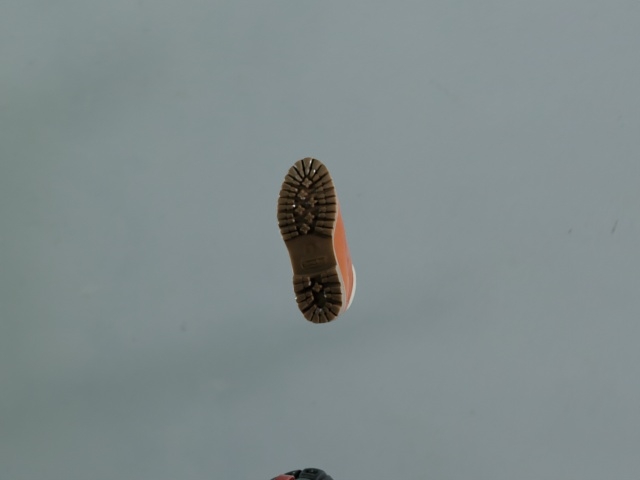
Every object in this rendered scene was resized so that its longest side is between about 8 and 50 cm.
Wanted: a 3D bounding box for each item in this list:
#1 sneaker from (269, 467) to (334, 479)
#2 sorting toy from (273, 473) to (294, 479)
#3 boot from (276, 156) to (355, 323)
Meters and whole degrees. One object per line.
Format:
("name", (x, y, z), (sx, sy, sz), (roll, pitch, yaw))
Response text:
("sneaker", (-0.087, 0.341, 1.509), (0.286, 0.109, 0.130), (-15, 116, 33))
("sorting toy", (-0.045, 0.264, 1.261), (0.042, 0.061, 0.102), (30, 83, 16))
("boot", (0.000, 0.000, 1.327), (0.059, 0.084, 0.158), (-6, 88, 17))
